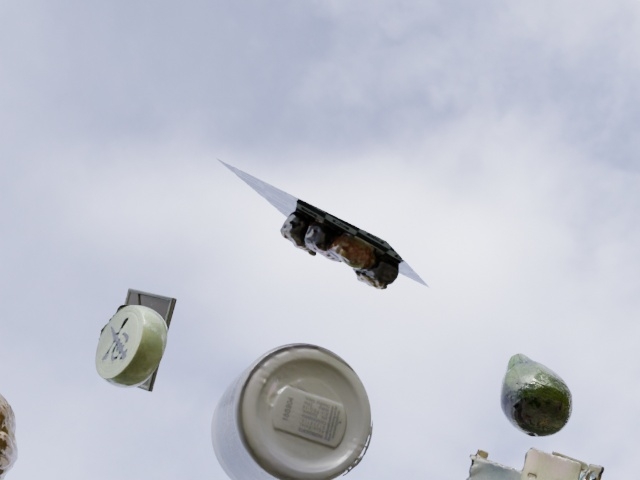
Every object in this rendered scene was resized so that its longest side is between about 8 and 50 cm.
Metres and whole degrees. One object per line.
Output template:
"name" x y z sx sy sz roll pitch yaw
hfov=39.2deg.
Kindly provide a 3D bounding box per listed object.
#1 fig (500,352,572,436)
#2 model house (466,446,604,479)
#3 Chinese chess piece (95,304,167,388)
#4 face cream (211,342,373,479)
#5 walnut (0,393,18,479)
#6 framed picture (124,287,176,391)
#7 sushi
"fig" 0.374 0.266 1.591 0.123 0.156 0.123 0 -56 0
"model house" 0.338 0.387 1.222 0.206 0.271 0.178 31 -109 -44
"Chinese chess piece" -0.188 0.105 0.889 0.034 0.084 0.084 31 -77 -37
"face cream" -0.039 0.231 1.140 0.177 0.177 0.153 -1 -20 -20
"walnut" -0.421 0.221 0.991 0.184 0.155 0.155 26 -74 -31
"framed picture" -0.283 0.154 1.410 0.011 0.109 0.149 23 -101 -52
"sushi" 0.000 0.000 1.322 0.050 0.290 0.264 -60 -27 -6
